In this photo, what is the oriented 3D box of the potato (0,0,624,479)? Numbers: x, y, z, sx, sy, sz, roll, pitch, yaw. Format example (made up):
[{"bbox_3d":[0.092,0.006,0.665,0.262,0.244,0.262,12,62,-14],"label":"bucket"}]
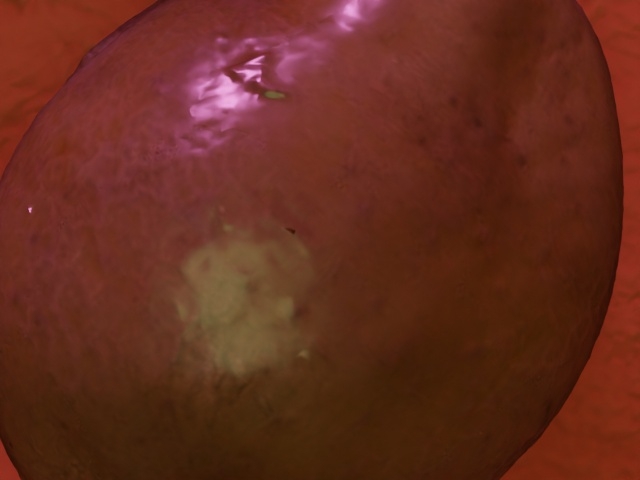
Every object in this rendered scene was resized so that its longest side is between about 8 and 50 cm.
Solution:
[{"bbox_3d":[0.000,0.000,0.545,0.235,0.160,0.178,-57,135,-12],"label":"potato"}]
